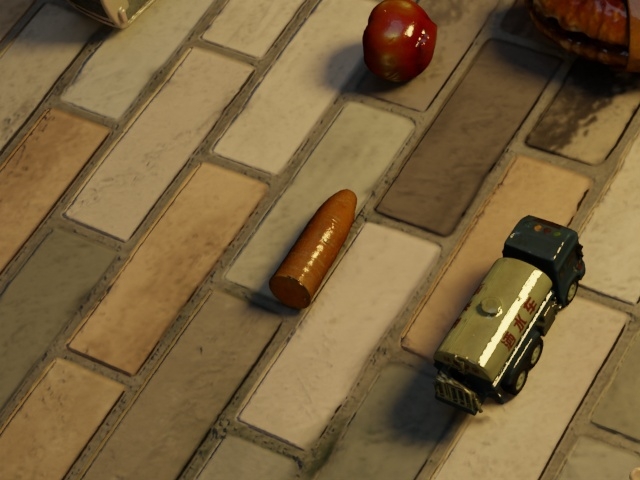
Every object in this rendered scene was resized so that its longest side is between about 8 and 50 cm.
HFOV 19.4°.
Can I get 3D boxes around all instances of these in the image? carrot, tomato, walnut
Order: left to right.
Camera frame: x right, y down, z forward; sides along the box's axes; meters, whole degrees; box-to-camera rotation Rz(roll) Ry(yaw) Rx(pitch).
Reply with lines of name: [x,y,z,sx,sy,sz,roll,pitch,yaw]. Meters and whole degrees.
carrot: [0.000,0.000,1.821,0.048,0.048,0.139,16,57,23]
tomato: [0.085,-0.206,1.939,0.075,0.087,0.087,10,56,16]
walnut: [0.289,-0.234,1.900,0.207,0.116,0.116,29,64,30]

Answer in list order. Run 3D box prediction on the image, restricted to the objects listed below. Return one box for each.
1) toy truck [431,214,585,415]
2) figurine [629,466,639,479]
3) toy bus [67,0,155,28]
toy truck: [0.167,0.068,1.706,0.074,0.088,0.201,21,59,27]
figurine: [0.378,0.234,1.517,0.235,0.127,0.155,-11,61,10]
toy bus: [-0.166,-0.383,2.095,0.097,0.138,0.342,27,62,27]
